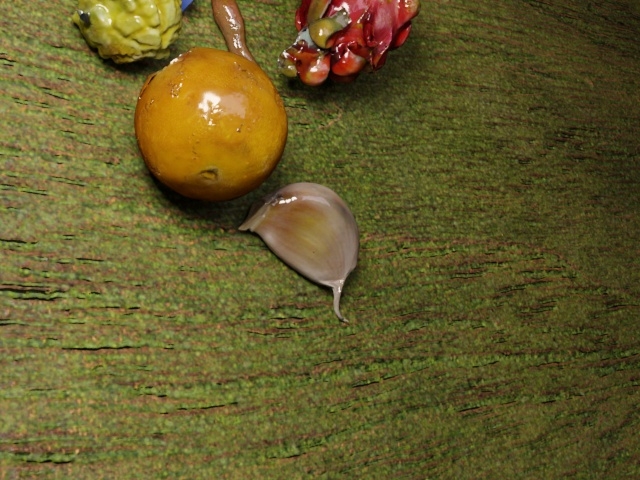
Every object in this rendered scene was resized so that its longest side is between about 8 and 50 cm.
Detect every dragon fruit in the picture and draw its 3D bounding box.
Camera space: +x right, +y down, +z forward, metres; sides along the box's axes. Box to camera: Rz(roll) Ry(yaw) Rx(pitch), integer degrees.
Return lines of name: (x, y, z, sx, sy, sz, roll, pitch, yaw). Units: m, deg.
dragon fruit: (0.056, -0.404, 1.717, 0.243, 0.227, 0.307, 18, 63, -28)

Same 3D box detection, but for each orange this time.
orange: (-0.166, -0.177, 1.424, 0.240, 0.240, 0.240, 17, 61, -34)

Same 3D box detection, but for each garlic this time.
garlic: (0.005, 0.001, 1.593, 0.266, 0.148, 0.128, 45, 12, -11)

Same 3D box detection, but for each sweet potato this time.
sweet potato: (-0.142, -0.351, 1.650, 0.050, 0.050, 0.214, -28, 94, -44)

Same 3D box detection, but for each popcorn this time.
popcorn: (-0.304, -0.360, 1.448, 0.173, 0.173, 0.142, 32, 46, -26)

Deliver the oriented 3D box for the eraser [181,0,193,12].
eraser: (-0.251, -0.437, 1.581, 0.084, 0.063, 0.027, 48, 50, -12)
